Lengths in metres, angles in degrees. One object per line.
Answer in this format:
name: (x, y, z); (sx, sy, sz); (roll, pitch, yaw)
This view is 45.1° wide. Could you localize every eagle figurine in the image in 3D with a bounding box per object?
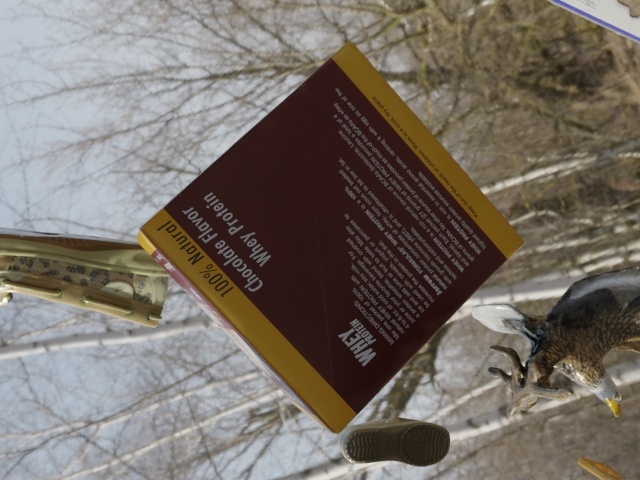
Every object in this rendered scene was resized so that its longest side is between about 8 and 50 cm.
eagle figurine: (0.386, 0.140, 1.101); (0.226, 0.298, 0.225); (27, 146, 55)

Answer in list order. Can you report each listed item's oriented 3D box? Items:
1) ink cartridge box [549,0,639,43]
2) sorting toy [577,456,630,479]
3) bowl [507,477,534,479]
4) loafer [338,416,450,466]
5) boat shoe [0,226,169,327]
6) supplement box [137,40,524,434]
ink cartridge box: (0.415, -0.361, 0.827); (0.303, 0.307, 0.072); (13, -135, -28)
sorting toy: (0.491, 0.357, 0.978); (0.347, 0.047, 0.196); (28, -175, 38)
bowl: (0.169, 0.264, 0.638); (0.142, 0.053, 0.142); (-8, -134, -33)
loafer: (0.156, 0.424, 1.656); (0.092, 0.268, 0.102); (15, 95, 66)
boat shoe: (-0.273, 0.037, 0.729); (0.285, 0.104, 0.089); (6, -88, -33)
supplement box: (0.000, 0.000, 0.577); (0.191, 0.194, 0.129); (47, 168, -7)
